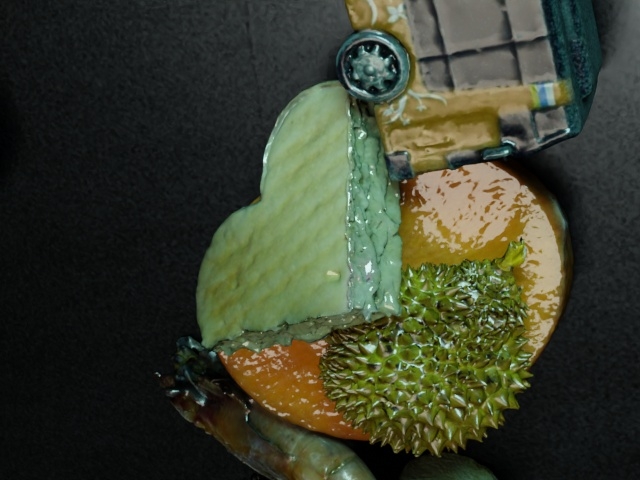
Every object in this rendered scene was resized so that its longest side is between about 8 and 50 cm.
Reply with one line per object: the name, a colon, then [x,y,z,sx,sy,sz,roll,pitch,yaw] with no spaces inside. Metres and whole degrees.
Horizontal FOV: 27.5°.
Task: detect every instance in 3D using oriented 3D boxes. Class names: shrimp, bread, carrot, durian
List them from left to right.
shrimp: [-0.034,0.207,1.178,0.289,0.075,0.178,29,140,23]
bread: [0.000,0.000,0.962,0.172,0.064,0.232,41,108,41]
carrot: [0.061,0.037,1.069,0.307,0.100,0.258,-27,105,22]
durian: [0.092,0.083,0.977,0.146,0.102,0.208,40,108,1]

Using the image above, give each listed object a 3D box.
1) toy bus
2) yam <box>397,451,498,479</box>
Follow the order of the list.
toy bus: [0.090,-0.192,0.894,0.167,0.138,0.275,-7,113,22]
yam: [0.099,0.294,1.183,0.107,0.107,0.194,19,123,9]
